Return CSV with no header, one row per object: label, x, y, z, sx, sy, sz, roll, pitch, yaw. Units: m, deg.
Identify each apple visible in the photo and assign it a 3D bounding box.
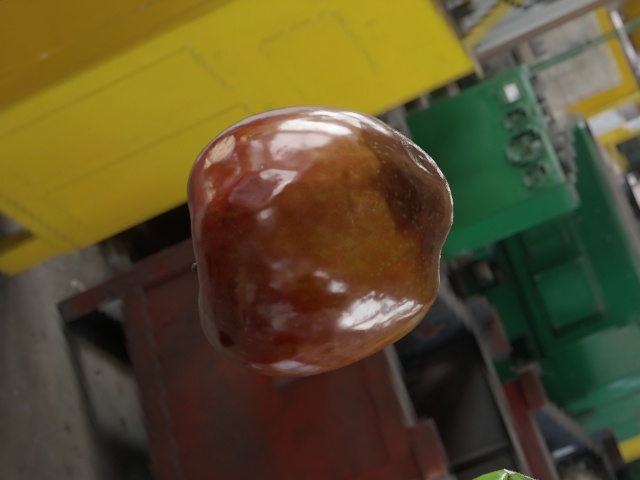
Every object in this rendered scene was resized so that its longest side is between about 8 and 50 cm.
apple,0.000,0.000,1.232,0.230,0.230,0.230,58,17,-29

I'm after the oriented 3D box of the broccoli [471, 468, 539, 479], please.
broccoli,0.088,0.263,0.919,0.297,0.297,0.297,58,21,-29
